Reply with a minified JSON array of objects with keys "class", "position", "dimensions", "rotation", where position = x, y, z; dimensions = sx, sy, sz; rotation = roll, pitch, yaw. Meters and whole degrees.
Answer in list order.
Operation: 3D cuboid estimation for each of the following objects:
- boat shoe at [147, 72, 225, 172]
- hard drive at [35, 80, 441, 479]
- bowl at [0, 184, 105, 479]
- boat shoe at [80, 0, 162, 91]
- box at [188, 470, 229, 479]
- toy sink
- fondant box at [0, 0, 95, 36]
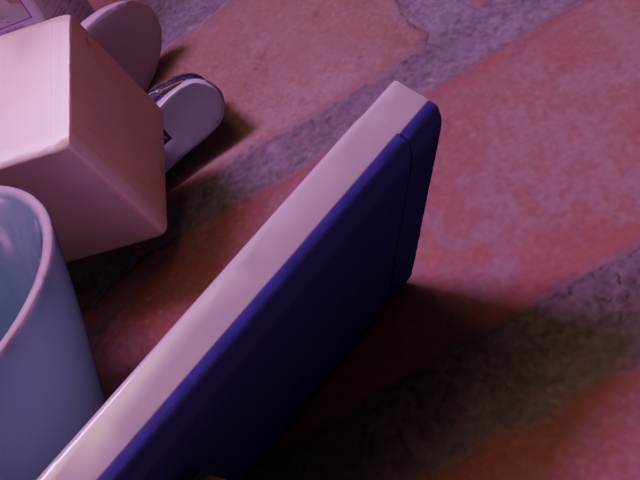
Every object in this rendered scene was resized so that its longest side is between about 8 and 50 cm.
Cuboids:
[{"class":"boat shoe","position":[-0.161,-0.076,1.276],"dimensions":[0.183,0.065,0.083],"rotation":[-36,17,0]},{"class":"hard drive","position":[-0.045,0.079,0.842],"dimensions":[0.040,0.210,0.318],"rotation":[34,65,15]},{"class":"bowl","position":[-0.270,0.124,0.997],"dimensions":[0.312,0.163,0.311],"rotation":[-22,34,16]},{"class":"boat shoe","position":[-0.250,-0.123,1.385],"dimensions":[0.088,0.096,0.267],"rotation":[8,58,40]},{"class":"box","position":[-0.079,0.220,0.755],"dimensions":[0.043,0.105,0.179],"rotation":[2,46,53]},{"class":"toy sink","position":[-0.259,-0.062,1.158],"dimensions":[0.234,0.153,0.131],"rotation":[-16,60,18]},{"class":"fondant box","position":[-0.396,-0.270,1.479],"dimensions":[0.238,0.330,0.096],"rotation":[-15,36,25]}]
